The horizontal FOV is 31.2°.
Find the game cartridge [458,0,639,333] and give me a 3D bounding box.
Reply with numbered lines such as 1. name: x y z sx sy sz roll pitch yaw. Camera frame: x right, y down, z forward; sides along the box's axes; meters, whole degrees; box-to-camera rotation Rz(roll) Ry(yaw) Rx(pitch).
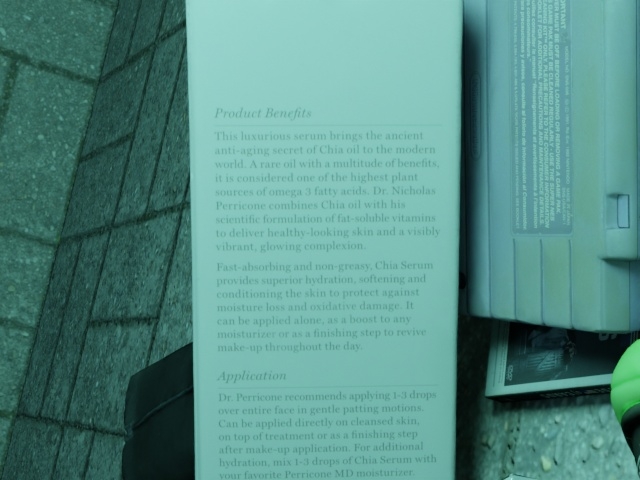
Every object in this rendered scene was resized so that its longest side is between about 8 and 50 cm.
1. game cartridge: 0.184 -0.107 0.949 0.230 0.068 0.354 2 93 60

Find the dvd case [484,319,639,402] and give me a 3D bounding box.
1. dvd case: 0.227 0.041 0.963 0.239 0.030 0.179 -21 57 60

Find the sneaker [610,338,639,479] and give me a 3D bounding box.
1. sneaker: 0.346 0.136 0.558 0.483 0.185 0.202 171 95 -65

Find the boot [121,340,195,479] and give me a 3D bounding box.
1. boot: -0.142 0.280 1.412 0.445 0.146 0.366 -31 40 50

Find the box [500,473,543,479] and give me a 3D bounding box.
1. box: 0.101 0.368 0.991 0.322 0.059 0.232 -43 39 44

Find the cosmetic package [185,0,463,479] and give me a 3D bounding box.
1. cosmetic package: 0.000 0.000 1.026 0.161 0.230 0.453 -111 21 -81
